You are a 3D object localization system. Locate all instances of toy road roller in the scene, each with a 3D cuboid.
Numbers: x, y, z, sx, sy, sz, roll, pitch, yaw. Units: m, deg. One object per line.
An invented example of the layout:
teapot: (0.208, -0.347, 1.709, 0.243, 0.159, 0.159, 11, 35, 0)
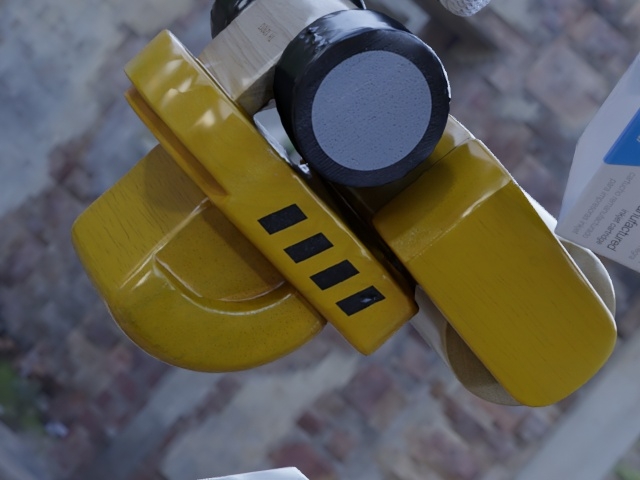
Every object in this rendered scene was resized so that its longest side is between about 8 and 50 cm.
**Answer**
toy road roller: (0.000, 0.000, 1.230, 0.329, 0.240, 0.202, 47, 2, -28)

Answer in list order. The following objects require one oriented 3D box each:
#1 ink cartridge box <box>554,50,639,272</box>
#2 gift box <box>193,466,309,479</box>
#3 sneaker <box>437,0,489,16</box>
ink cartridge box: (0.257, -0.031, 1.117, 0.203, 0.086, 0.148, 24, -41, -4)
gift box: (-0.036, 0.274, 1.035, 0.276, 0.258, 0.255, 34, 25, 35)
sneaker: (0.089, -0.300, 1.394, 0.153, 0.269, 0.101, 26, 29, 15)
